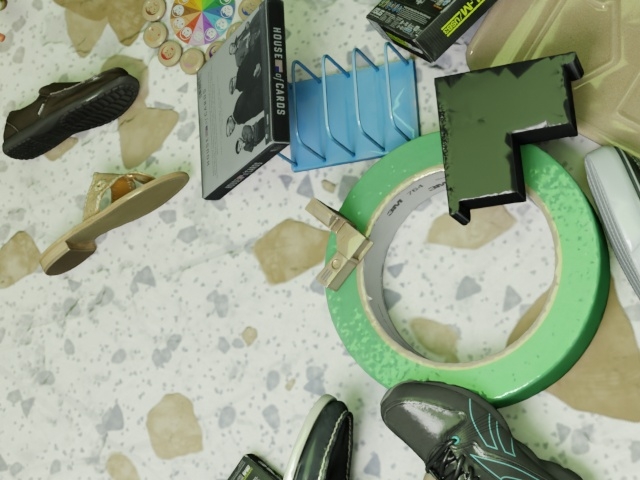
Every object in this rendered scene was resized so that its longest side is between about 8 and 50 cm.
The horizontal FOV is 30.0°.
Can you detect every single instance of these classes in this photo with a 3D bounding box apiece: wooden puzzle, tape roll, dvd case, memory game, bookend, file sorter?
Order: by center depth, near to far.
[{"bbox_3d":[0.214,-0.109,1.299,0.157,0.072,0.156,-9,78,18],"label":"bookend"},{"bbox_3d":[0.389,-0.247,1.346,0.348,0.080,0.322,32,92,20],"label":"wooden puzzle"},{"bbox_3d":[0.165,0.033,1.371,0.321,0.077,0.321,-5,77,22],"label":"tape roll"},{"bbox_3d":[0.023,-0.165,1.456,0.170,0.104,0.118,-9,75,21],"label":"file sorter"},{"bbox_3d":[-0.098,-0.166,1.463,0.238,0.029,0.179,150,120,-62],"label":"dvd case"},{"bbox_3d":[-0.162,-0.313,1.613,0.186,0.012,0.186,-5,77,21],"label":"memory game"}]

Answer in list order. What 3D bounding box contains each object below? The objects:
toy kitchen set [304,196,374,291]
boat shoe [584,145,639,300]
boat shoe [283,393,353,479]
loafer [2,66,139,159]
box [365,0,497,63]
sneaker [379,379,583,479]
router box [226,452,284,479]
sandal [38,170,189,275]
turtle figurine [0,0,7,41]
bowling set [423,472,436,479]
[{"bbox_3d":[0.000,0.000,1.365,0.083,0.068,0.075,39,95,25],"label":"toy kitchen set"},{"bbox_3d":[0.398,0.036,1.266,0.119,0.121,0.335,-28,82,5],"label":"boat shoe"},{"bbox_3d":[0.010,0.348,1.337,0.113,0.127,0.340,11,85,23],"label":"boat shoe"},{"bbox_3d":[-0.349,-0.187,1.623,0.220,0.080,0.078,-24,71,16],"label":"loafer"},{"bbox_3d":[0.154,-0.299,1.397,0.184,0.045,0.191,-43,24,1],"label":"box"},{"bbox_3d":[0.173,0.245,1.263,0.267,0.106,0.101,33,128,9],"label":"sneaker"},{"bbox_3d":[-0.083,0.330,1.426,0.092,0.038,0.122,36,93,25],"label":"router box"},{"bbox_3d":[-0.288,-0.050,1.565,0.240,0.088,0.079,-35,74,17],"label":"sandal"},{"bbox_3d":[-0.478,-0.393,1.718,0.269,0.087,0.217,34,85,33],"label":"turtle figurine"},{"bbox_3d":[0.085,0.391,1.267,0.154,0.287,0.200,41,123,15],"label":"bowling set"}]
